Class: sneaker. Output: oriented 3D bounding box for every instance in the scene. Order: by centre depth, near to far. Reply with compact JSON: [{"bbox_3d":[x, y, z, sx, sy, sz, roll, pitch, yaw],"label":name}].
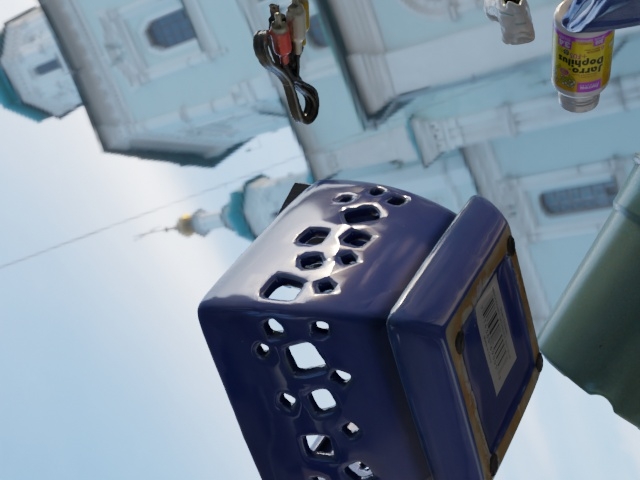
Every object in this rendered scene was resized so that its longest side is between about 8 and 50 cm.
[{"bbox_3d":[0.253,-0.315,1.252,0.152,0.054,0.061,-100,-2,-57],"label":"sneaker"}]

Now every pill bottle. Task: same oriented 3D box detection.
[{"bbox_3d":[0.191,-0.134,0.689,0.083,0.043,0.043,76,-151,-48],"label":"pill bottle"}]

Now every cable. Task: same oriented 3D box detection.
[{"bbox_3d":[-0.044,-0.296,1.631,0.139,0.072,0.287,-61,-31,-36],"label":"cable"}]

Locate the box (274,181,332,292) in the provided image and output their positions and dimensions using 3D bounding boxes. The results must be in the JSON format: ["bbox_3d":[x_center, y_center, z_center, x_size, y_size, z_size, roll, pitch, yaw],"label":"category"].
[{"bbox_3d":[0.000,0.000,1.488,0.093,0.156,0.158,39,-109,-39],"label":"box"}]

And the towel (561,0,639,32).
[{"bbox_3d":[0.275,-0.159,0.457,0.209,0.285,0.034,6,-106,-84],"label":"towel"}]

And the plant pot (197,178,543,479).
[{"bbox_3d":[0.063,0.092,0.838,0.236,0.212,0.235,-48,-52,-47],"label":"plant pot"}]

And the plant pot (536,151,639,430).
[{"bbox_3d":[0.523,0.098,1.426,0.341,0.341,0.334,24,-77,-48],"label":"plant pot"}]
